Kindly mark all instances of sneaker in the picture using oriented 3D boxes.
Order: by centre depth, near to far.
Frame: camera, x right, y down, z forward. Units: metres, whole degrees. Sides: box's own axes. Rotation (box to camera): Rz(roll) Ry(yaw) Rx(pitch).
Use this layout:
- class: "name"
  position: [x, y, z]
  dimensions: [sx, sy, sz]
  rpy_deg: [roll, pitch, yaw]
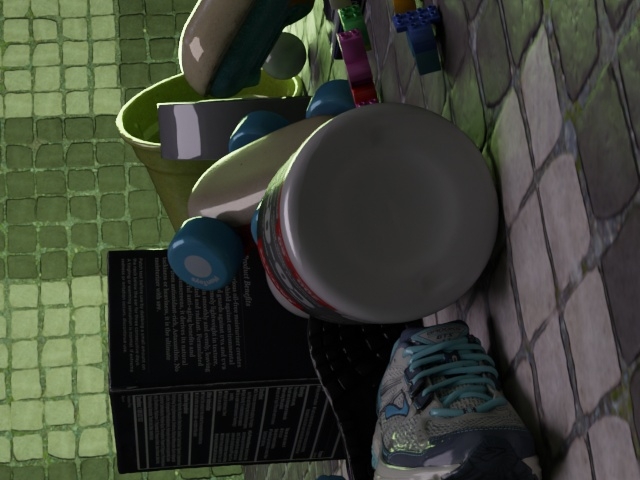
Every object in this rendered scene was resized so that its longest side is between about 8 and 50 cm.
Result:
- class: "sneaker"
  position: [0.084, 0.120, 1.004]
  dimensions: [0.283, 0.110, 0.122]
  rpy_deg: [165, 105, -81]
- class: "sneaker"
  position: [0.048, 0.159, 1.295]
  dimensions: [0.124, 0.107, 0.283]
  rpy_deg: [89, 174, -61]

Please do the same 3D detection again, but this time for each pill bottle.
- class: "pill bottle"
  position: [0.032, -0.011, 1.111]
  dimensions: [0.283, 0.161, 0.161]
  rpy_deg: [152, 114, -81]

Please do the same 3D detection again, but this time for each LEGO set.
- class: "LEGO set"
  position: [0.047, -0.214, 1.169]
  dimensions: [0.227, 0.087, 0.093]
  rpy_deg: [-103, -3, -48]

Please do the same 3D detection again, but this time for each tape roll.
- class: "tape roll"
  position: [-0.096, -0.145, 1.744]
  dimensions: [0.219, 0.219, 0.072]
  rpy_deg: [-146, 53, -80]

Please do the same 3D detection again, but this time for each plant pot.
- class: "plant pot"
  position: [-0.138, -0.093, 2.040]
  dimensions: [0.276, 0.276, 0.254]
  rpy_deg: [-109, 6, -61]

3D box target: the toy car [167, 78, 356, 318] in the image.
- class: "toy car"
  position: [0.000, 0.000, 1.428]
  dimensions: [0.238, 0.210, 0.219]
  rpy_deg: [52, -141, -26]

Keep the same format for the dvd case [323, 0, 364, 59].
- class: "dvd case"
  position: [0.025, -0.337, 1.490]
  dimensions: [0.239, 0.029, 0.179]
  rpy_deg: [104, 161, -62]

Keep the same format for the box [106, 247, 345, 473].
- class: "box"
  position: [-0.101, 0.144, 1.632]
  dimensions: [0.296, 0.293, 0.183]
  rpy_deg: [103, 164, -62]

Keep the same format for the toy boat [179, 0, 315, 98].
- class: "toy boat"
  position: [-0.076, -0.288, 1.794]
  dimensions: [0.268, 0.148, 0.318]
  rpy_deg: [-61, 3, -5]

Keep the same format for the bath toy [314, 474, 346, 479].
- class: "bath toy"
  position: [-0.017, 0.368, 1.751]
  dimensions: [0.129, 0.151, 0.348]
  rpy_deg: [-56, -5, -15]
